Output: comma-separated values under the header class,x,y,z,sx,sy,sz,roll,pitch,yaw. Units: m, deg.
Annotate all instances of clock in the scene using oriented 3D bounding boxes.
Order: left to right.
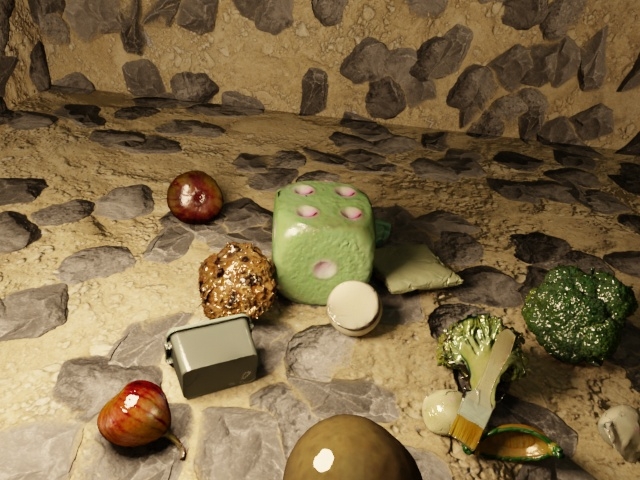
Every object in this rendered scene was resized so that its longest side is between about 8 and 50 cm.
class,x,y,z,sx,sy,sz,roll,pitch,yaw
clock,0.177,-0.025,2.028,0.159,0.066,0.211,14,28,15

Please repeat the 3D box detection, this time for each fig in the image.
class,x,y,z,sx,sy,sz,roll,pitch,yaw
fig,-0.411,0.404,1.224,0.201,0.150,0.148,7,16,-19
fig,-0.507,-0.179,2.095,0.216,0.217,0.321,-6,13,-18

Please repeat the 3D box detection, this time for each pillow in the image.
class,x,y,z,sx,sy,sz,roll,pitch,yaw
pillow,0.316,0.100,1.865,0.274,0.076,0.281,-5,28,-18

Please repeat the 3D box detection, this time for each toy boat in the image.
class,x,y,z,sx,sy,sz,roll,pitch,yaw
toy boat,0.460,0.493,1.261,0.229,0.089,0.088,-5,6,18

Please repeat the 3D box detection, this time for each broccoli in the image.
class,x,y,z,sx,sy,sz,roll,pitch,yaw
broccoli,0.449,0.345,1.481,0.242,0.273,0.180,1,-13,9
broccoli,0.796,0.218,1.613,0.283,0.304,0.321,19,21,-42

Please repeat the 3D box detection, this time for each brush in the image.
class,x,y,z,sx,sy,sz,roll,pitch,yaw
brush,0.420,0.361,1.324,0.085,0.020,0.337,30,62,13

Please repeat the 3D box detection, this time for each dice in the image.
class,x,y,z,sx,sy,sz,roll,pitch,yaw
dice,0.000,0.000,1.745,0.322,0.319,0.330,1,34,-8

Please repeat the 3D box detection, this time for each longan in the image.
class,x,y,z,sx,sy,sz,roll,pitch,yaw
longan,0.063,0.504,1.038,0.297,0.297,0.297,4,33,-3

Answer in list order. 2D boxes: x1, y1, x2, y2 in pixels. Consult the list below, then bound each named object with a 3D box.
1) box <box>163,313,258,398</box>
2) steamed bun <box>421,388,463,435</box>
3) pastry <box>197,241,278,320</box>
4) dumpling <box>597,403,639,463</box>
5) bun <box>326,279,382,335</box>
class,x,y,z,sx,sy,sz,roll,pitch,yaw
box,-0.280,0.308,1.389,0.243,0.163,0.135,-8,44,-23
steamed bun,0.329,0.435,1.336,0.129,0.091,0.112,2,35,-7
pastry,-0.246,0.139,1.599,0.274,0.193,0.275,-9,56,14
dumpling,0.775,0.485,1.328,0.127,0.108,0.188,50,32,18
bun,0.105,0.211,1.615,0.172,0.120,0.173,-2,67,5
